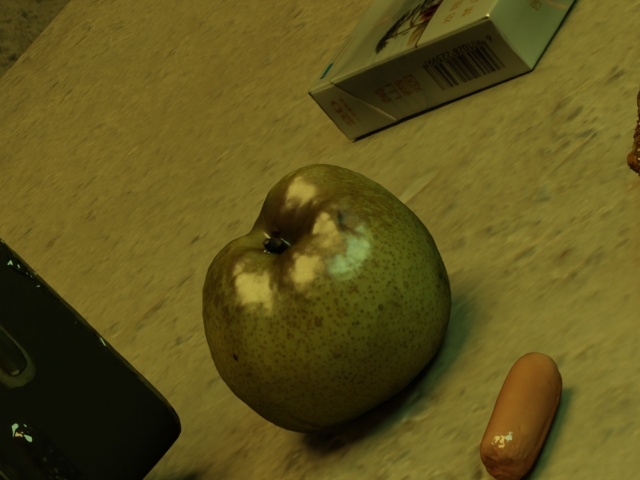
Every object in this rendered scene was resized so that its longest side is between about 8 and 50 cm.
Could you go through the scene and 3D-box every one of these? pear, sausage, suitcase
[{"bbox_3d":[0.001,0.039,1.239,0.167,0.136,0.167,-22,41,21],"label":"pear"},{"bbox_3d":[0.111,0.097,1.056,0.034,0.034,0.083,-26,25,39],"label":"sausage"},{"bbox_3d":[-0.309,0.074,1.316,0.194,0.434,0.283,-50,7,-34],"label":"suitcase"}]

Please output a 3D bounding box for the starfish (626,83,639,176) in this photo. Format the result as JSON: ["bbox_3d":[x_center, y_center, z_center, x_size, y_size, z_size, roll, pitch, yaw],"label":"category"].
[{"bbox_3d":[0.203,-0.068,1.106,0.043,0.227,0.240,3,61,6],"label":"starfish"}]

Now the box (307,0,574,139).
[{"bbox_3d":[0.110,-0.180,1.628,0.233,0.067,0.149,-18,28,49],"label":"box"}]
